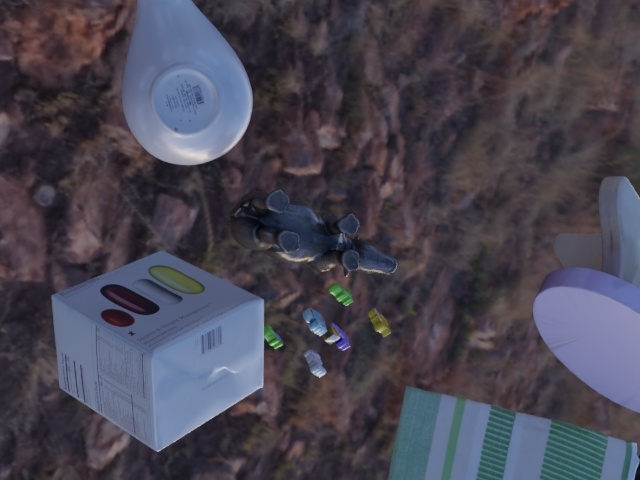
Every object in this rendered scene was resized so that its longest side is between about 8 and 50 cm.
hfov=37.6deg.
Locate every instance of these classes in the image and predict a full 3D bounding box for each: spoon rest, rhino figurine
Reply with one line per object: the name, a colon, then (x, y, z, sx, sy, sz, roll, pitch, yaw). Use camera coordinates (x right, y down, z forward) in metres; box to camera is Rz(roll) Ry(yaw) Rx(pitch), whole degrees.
spoon rest: (-0.154, -0.214, 0.978, 0.084, 0.137, 0.276, -114, -168, -71)
rhino figurine: (0.000, 0.000, 1.088, 0.243, 0.106, 0.073, 20, 80, -38)

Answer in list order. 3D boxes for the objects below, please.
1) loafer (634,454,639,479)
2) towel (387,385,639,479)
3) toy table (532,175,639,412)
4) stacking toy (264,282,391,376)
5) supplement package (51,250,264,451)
loafer: (0.543, 0.353, 1.443, 0.223, 0.078, 0.076, -39, 131, 12)
towel: (0.252, 0.355, 1.286, 0.038, 0.325, 0.247, 24, 78, -82)
toy table: (0.361, 0.067, 1.073, 0.161, 0.252, 0.274, -62, 141, -23)
stacking toy: (0.011, 0.157, 1.705, 0.167, 0.052, 0.221, -34, 142, 13)
supplement package: (-0.213, 0.137, 1.249, 0.194, 0.203, 0.149, -26, 128, -44)
